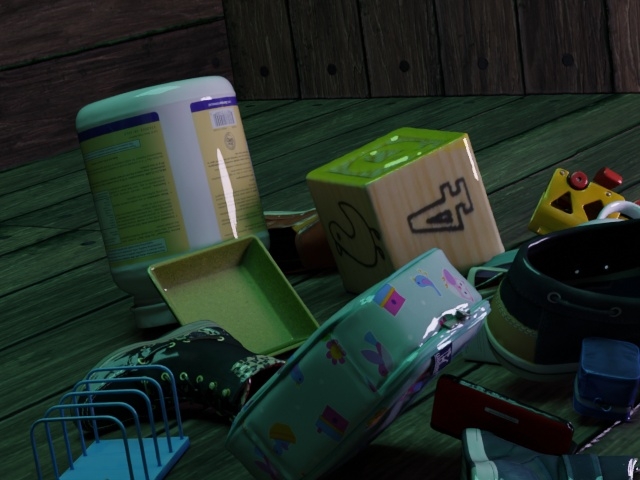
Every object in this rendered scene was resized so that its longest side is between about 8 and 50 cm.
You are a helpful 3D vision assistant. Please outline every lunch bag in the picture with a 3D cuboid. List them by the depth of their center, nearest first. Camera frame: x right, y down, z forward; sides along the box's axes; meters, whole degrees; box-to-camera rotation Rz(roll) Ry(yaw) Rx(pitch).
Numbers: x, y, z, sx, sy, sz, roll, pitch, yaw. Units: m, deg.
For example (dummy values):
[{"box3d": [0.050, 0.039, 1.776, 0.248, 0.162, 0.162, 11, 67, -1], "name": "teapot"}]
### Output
[{"box3d": [0.048, 0.136, 1.548, 0.279, 0.108, 0.224, -47, -13, 31], "name": "lunch bag"}, {"box3d": [0.314, 0.158, 1.660, 0.067, 0.065, 0.098, 10, 27, 8], "name": "lunch bag"}]

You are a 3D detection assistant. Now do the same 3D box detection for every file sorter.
[{"box3d": [-0.234, 0.215, 1.671, 0.118, 0.105, 0.170, -5, 14, 15], "name": "file sorter"}]

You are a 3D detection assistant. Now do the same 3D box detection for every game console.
[{"box3d": [0.194, 0.175, 1.542, 0.144, 0.124, 0.085, 20, 48, 15], "name": "game console"}]

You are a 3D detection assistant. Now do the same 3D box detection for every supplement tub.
[{"box3d": [-0.209, -0.056, 2.212, 0.241, 0.331, 0.241, -13, 3, 1], "name": "supplement tub"}]

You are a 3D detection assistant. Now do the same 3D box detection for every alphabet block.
[{"box3d": [0.124, -0.039, 2.226, 0.193, 0.197, 0.192, -28, 18, -25], "name": "alphabet block"}]

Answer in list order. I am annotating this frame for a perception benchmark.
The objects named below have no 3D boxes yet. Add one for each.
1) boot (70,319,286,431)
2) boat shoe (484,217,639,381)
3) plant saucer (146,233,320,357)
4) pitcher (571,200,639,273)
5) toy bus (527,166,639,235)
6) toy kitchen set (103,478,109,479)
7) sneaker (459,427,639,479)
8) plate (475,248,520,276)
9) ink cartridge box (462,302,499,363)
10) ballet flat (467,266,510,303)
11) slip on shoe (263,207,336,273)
[{"box3d": [-0.166, 0.179, 1.827, 0.236, 0.085, 0.178, -26, 28, -33], "name": "boot"}, {"box3d": [0.434, 0.038, 1.780, 0.500, 0.156, 0.187, -10, 40, -15], "name": "boat shoe"}, {"box3d": [-0.121, 0.096, 2.048, 0.188, 0.188, 0.045, -18, -28, -37], "name": "plant saucer"}, {"box3d": [0.396, 0.014, 2.042, 0.207, 0.126, 0.178, -11, 39, -28], "name": "pitcher"}, {"box3d": [0.409, -0.020, 2.253, 0.202, 0.191, 0.104, 7, 63, 48], "name": "toy bus"}, {"box3d": [-0.187, 0.276, 1.485, 0.068, 0.083, 0.075, -49, -13, 34], "name": "toy kitchen set"}, {"box3d": [0.211, 0.229, 1.414, 0.163, 0.086, 0.226, 1, 5, 0], "name": "sneaker"}, {"box3d": [0.310, 0.025, 2.162, 0.188, 0.024, 0.188, -9, -9, -1], "name": "plate"}, {"box3d": [0.257, 0.115, 1.892, 0.135, 0.056, 0.099, 3, 18, 40], "name": "ink cartridge box"}, {"box3d": [0.200, 0.078, 2.033, 0.221, 0.079, 0.077, -18, 19, -33], "name": "ballet flat"}, {"box3d": [0.000, 0.000, 2.418, 0.331, 0.123, 0.101, -6, 27, 23], "name": "slip on shoe"}]
